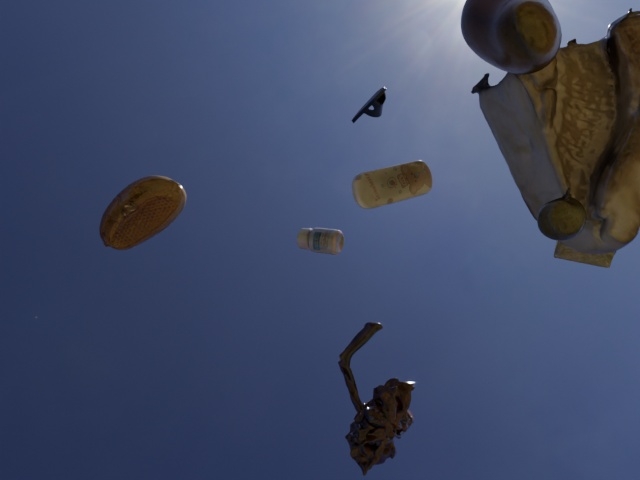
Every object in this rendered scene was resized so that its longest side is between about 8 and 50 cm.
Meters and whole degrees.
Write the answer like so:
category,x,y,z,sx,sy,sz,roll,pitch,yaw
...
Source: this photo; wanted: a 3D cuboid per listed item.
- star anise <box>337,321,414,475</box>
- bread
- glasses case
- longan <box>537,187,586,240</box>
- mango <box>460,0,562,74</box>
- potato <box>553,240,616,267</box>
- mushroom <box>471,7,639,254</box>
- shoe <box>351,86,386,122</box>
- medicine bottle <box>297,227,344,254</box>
category,x,y,z,sx,sy,sz,roll,pitch,yaw
star anise,0.122,0.348,1.182,0.237,0.148,0.345,-15,-77,-51
bread,-0.348,-0.059,1.060,0.189,0.077,0.114,-36,-39,8
glasses case,0.155,-0.119,1.157,0.204,0.051,0.080,-18,-83,-29
longan,0.371,-0.040,0.838,0.075,0.075,0.083,-8,-68,-28
mango,0.205,-0.227,0.577,0.085,0.184,0.102,-37,-69,14
potato,0.555,0.007,1.141,0.061,0.122,0.086,-46,-39,-42
mushroom,0.516,-0.184,1.010,0.314,0.224,0.396,-17,-101,-8
shoe,0.145,-0.361,1.503,0.053,0.159,0.062,44,-124,-10
medicine bottle,0.000,0.000,1.125,0.052,0.089,0.052,-23,-64,-60
